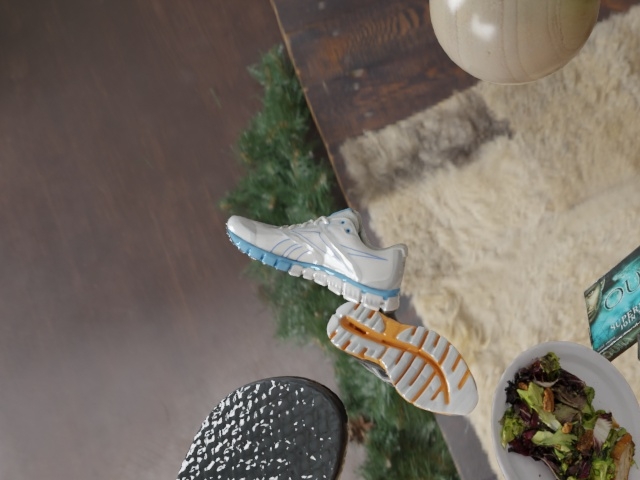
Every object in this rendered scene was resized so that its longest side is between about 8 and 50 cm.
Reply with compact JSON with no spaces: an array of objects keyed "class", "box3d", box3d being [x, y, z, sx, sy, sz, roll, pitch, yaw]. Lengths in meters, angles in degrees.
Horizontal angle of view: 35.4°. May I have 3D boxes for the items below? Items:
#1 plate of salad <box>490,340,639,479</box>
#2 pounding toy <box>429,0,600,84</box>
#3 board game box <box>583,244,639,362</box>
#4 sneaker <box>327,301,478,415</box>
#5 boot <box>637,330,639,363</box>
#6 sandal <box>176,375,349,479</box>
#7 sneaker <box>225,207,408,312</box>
[{"class":"plate of salad","box3d":[0.274,0.204,1.072,0.199,0.048,0.200,6,72,-20]},{"class":"pounding toy","box3d":[0.127,-0.149,0.261,0.183,0.237,0.110,-34,93,-31]},{"class":"board game box","box3d":[0.406,0.056,1.245,0.026,0.186,0.126,31,36,-17]},{"class":"sneaker","box3d":[0.106,0.143,1.193,0.215,0.083,0.084,33,81,39]},{"class":"boot","box3d":[0.351,0.125,0.908,0.198,0.137,0.077,-16,20,-33]},{"class":"sandal","box3d":[-0.095,0.324,1.153,0.167,0.107,0.446,40,114,24]},{"class":"sneaker","box3d":[0.000,0.000,0.996,0.190,0.071,0.083,20,101,7]}]
